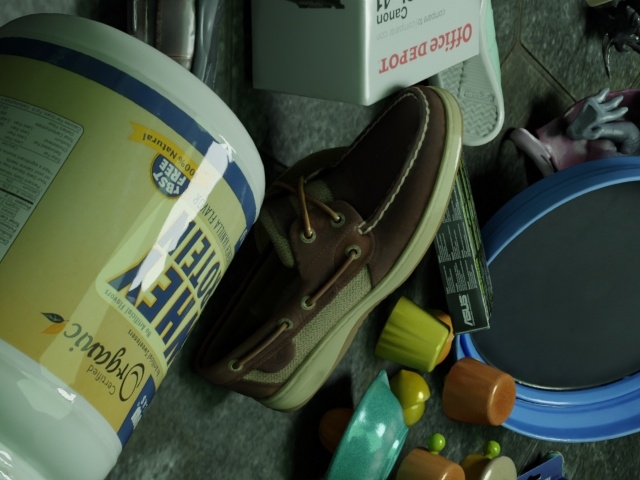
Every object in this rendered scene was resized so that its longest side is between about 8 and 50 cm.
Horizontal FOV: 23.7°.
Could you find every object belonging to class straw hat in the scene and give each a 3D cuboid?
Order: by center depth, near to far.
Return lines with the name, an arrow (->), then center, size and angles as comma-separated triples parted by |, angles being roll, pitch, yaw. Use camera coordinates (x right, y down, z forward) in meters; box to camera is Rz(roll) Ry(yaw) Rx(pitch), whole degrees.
straw hat -> -0.005, -0.036, 1.454 | 0.144, 0.061, 0.144 | -11, 120, -18

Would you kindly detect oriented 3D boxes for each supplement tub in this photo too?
supplement tub -> -0.200, 0.032, 1.023 | 0.316, 0.228, 0.228 | -61, 145, -23

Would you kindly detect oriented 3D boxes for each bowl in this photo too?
bowl -> 0.338, 0.071, 1.816 | 0.391, 0.077, 0.391 | -7, 126, -10

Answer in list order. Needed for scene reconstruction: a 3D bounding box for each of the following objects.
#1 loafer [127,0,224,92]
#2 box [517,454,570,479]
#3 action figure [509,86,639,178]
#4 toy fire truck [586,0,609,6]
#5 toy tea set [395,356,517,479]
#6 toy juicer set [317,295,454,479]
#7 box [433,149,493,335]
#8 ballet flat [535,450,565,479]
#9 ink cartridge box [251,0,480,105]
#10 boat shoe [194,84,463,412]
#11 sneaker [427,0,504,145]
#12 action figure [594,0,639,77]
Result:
loafer -> -0.128, -0.161, 1.218 | 0.109, 0.095, 0.303 | -73, 175, -77
box -> 0.298, 0.420, 2.114 | 0.136, 0.036, 0.225 | -21, 119, -34
action figure -> 0.393, -0.028, 1.975 | 0.275, 0.248, 0.370 | -25, 157, -13
toy fire truck -> 0.203, -0.344, 1.454 | 0.158, 0.217, 0.246 | 10, 76, -15
toy tea set -> 0.112, 0.286, 1.696 | 0.336, 0.124, 0.200 | -57, 139, -25
toy juicer set -> 0.047, 0.207, 1.641 | 0.329, 0.089, 0.209 | -67, 170, 8
box -> 0.143, -0.010, 1.608 | 0.184, 0.045, 0.191 | -42, 119, -77
ballet flat -> 0.324, 0.344, 2.163 | 0.041, 0.041, 0.114 | -25, 122, -52
ink cartridge box -> 0.046, -0.299, 1.377 | 0.226, 0.131, 0.306 | -29, 124, -50
boat shoe -> 0.000, 0.000, 1.369 | 0.123, 0.123, 0.342 | 22, 112, -32
sneaker -> 0.134, -0.225, 1.609 | 0.151, 0.094, 0.256 | -72, 152, -87
action figure -> 0.432, -0.346, 1.972 | 0.276, 0.141, 0.164 | -46, 154, 1
